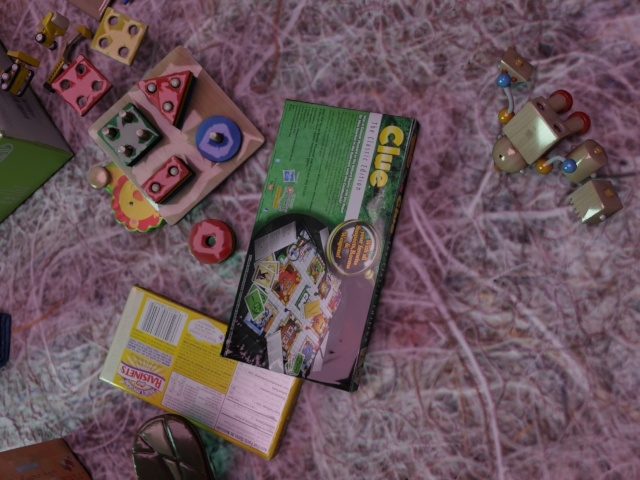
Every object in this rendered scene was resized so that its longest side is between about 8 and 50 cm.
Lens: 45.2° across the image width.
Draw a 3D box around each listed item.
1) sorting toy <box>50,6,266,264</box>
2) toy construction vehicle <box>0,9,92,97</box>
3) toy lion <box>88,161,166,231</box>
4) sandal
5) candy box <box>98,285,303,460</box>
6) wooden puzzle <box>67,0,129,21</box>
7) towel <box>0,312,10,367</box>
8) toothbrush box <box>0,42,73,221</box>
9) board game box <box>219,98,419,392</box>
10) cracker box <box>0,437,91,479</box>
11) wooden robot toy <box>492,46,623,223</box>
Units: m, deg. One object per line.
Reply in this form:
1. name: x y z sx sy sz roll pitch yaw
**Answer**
1. sorting toy: -0.153 -0.114 0.768 0.132 0.046 0.274 -42 87 2
2. toy construction vehicle: -0.296 -0.197 0.825 0.035 0.086 0.098 34 98 24
3. toy lion: -0.188 -0.063 0.811 0.096 0.034 0.100 39 98 10
4. sandal: -0.133 0.267 0.747 0.089 0.060 0.220 -10 98 2
5. candy box: -0.119 0.129 0.774 0.205 0.027 0.105 21 93 18
6. wooden puzzle: -0.252 -0.290 0.856 0.116 0.014 0.079 42 103 16
7. towel: -0.408 0.112 0.868 0.119 0.029 0.067 -2 86 18
8. toothbrush box: -0.452 -0.092 0.849 0.283 0.122 0.206 -39 76 11
9. board game box: 0.000 0.000 0.731 0.136 0.030 0.260 12 84 21
10. cracker box: -0.362 0.309 0.772 0.232 0.155 0.067 -47 72 10
11. wooden robot toy: 0.192 -0.082 0.682 0.173 0.076 0.079 57 138 13
